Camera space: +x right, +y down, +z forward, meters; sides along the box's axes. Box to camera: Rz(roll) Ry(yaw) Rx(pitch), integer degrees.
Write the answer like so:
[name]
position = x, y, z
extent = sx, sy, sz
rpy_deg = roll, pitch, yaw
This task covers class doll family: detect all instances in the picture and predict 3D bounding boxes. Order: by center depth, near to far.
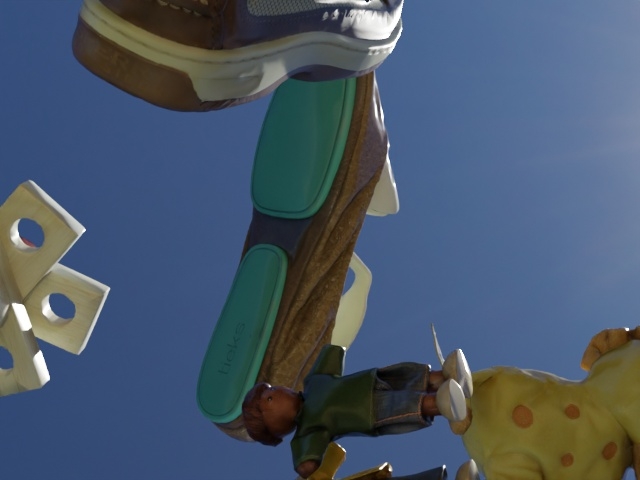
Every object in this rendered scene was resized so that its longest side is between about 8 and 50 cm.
[doll family]
position = -0.002, 0.120, 0.431
extent = 0.111, 0.076, 0.193
rpy_deg = -10, -151, 20

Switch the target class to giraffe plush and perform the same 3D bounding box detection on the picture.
[giraffe plush]
position = 0.182, 0.129, 0.753
extent = 0.170, 0.181, 0.210
rpy_deg = -18, -82, 9

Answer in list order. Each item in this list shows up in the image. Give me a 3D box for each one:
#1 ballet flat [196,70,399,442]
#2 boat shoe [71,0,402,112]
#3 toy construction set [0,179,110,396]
[ballet flat]
position = 0.000, 0.000, 0.955
extent = 0.124, 0.116, 0.342
rpy_deg = 17, -94, -42
[boat shoe]
position = -0.010, -0.128, 0.532
extent = 0.095, 0.095, 0.257
rpy_deg = 26, -155, 10
[toy construction set]
position = -0.193, -0.001, 0.410
extent = 0.215, 0.328, 0.151
rpy_deg = 8, -87, 5
